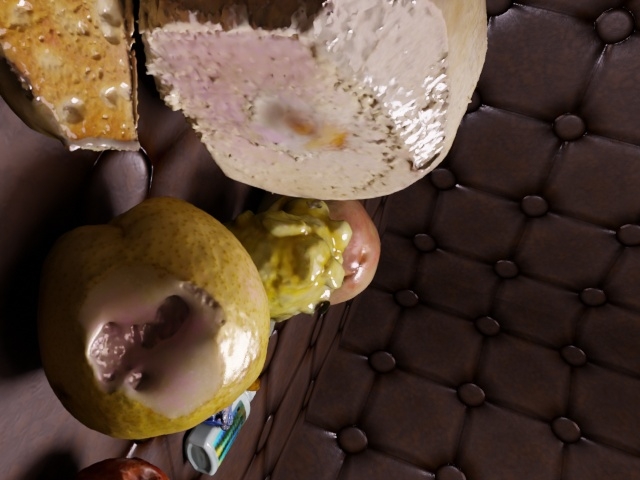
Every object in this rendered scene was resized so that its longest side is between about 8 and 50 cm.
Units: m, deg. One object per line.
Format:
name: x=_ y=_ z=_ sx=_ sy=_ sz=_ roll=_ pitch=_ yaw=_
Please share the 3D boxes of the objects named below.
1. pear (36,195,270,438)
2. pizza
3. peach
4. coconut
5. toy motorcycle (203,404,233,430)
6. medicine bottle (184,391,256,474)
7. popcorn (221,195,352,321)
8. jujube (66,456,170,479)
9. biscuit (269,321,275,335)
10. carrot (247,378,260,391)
pear: x=-0.189 y=0.085 z=0.688 sx=0.271 sy=0.271 sz=0.270 roll=19 pitch=90 yaw=-78
pizza: x=-0.242 y=-0.164 z=0.495 sx=0.204 sy=0.081 sz=0.188 roll=-17 pitch=102 yaw=-64
peach: x=-0.001 y=0.000 z=1.273 sx=0.247 sy=0.292 sz=0.292 roll=-45 pitch=156 yaw=-27
coconut: x=0.009 y=-0.269 z=0.712 sx=0.404 sy=0.405 sz=0.404 roll=19 pitch=90 yaw=-78
toy motorcycle: x=-0.224 y=0.332 z=1.261 sx=0.205 sy=0.076 sz=0.114 roll=62 pitch=25 yaw=-61
medicine bottle: x=-0.225 y=0.417 z=1.400 sx=0.229 sy=0.083 sz=0.121 roll=-55 pitch=150 yaw=-50
popcorn: x=-0.080 y=0.037 z=1.037 sx=0.252 sy=0.286 sz=0.215 roll=-17 pitch=91 yaw=-34
jujube: x=-0.308 y=0.430 z=0.830 sx=0.290 sy=0.197 sz=0.197 roll=-59 pitch=172 yaw=18
biscuit: x=-0.127 y=0.145 z=1.381 sx=0.121 sy=0.041 sz=0.199 roll=-39 pitch=141 yaw=-69
carrot: x=-0.188 y=0.275 z=1.312 sx=0.314 sy=0.066 sz=0.066 roll=73 pitch=37 yaw=-57
